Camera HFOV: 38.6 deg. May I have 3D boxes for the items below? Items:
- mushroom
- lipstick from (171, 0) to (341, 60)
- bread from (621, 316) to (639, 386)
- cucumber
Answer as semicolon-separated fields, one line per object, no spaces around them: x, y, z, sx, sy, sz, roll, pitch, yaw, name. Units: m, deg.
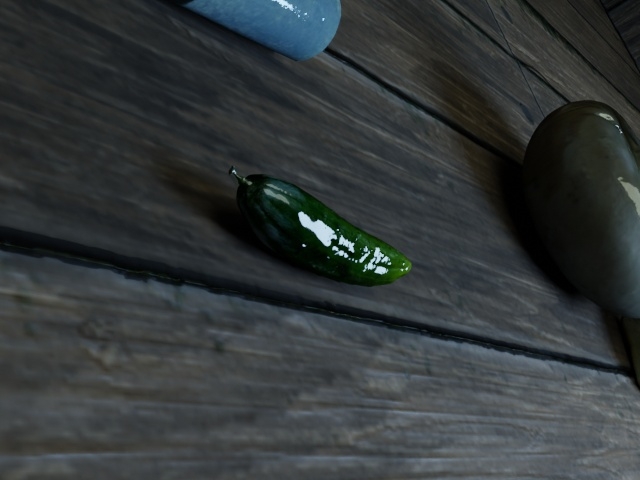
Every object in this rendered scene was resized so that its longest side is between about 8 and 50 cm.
0.332;-0.052;0.928;0.243;0.243;0.244;40;32;-31;mushroom
-0.087;-0.177;0.533;0.274;0.061;0.068;16;50;-53;lipstick
0.409;0.142;1.005;0.173;0.085;0.134;40;31;-31;bread
0.000;0.000;0.519;0.168;0.039;0.039;27;40;-49;cucumber
